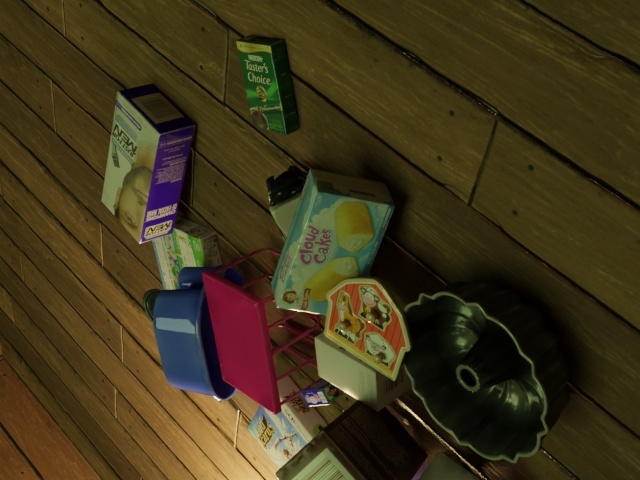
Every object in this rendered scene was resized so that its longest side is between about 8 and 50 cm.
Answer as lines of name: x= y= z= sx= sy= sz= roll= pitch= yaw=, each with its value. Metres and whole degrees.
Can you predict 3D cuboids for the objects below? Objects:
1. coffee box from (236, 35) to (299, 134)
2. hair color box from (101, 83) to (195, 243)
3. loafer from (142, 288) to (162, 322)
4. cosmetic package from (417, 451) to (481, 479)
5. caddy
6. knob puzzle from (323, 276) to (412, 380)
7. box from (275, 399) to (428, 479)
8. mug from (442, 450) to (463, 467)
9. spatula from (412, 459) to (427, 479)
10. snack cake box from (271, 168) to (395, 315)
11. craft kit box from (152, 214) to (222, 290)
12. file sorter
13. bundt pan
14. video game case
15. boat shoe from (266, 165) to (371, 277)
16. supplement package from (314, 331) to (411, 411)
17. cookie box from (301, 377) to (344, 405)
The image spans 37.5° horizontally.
coffee box: x=-0.104 y=-0.307 z=1.856 sx=0.113 sy=0.040 sz=0.184 roll=21 pitch=130 yaw=44
hair color box: x=-0.420 y=-0.182 z=2.269 sx=0.185 sy=0.110 sz=0.338 roll=44 pitch=136 yaw=28
loafer: x=-0.369 y=0.215 z=2.472 sx=0.267 sy=0.096 sz=0.084 roll=42 pitch=170 yaw=-28
cosmetic package: x=0.228 y=0.606 z=1.840 sx=0.156 sy=0.217 sz=0.385 roll=33 pitch=150 yaw=25
caddy: x=-0.257 y=0.218 z=2.252 sx=0.179 sy=0.241 sz=0.341 roll=4 pitch=121 yaw=21
knob puzzle: x=0.082 y=0.148 z=1.706 sx=0.213 sy=0.030 sz=0.213 roll=23 pitch=128 yaw=32
box: x=0.072 y=0.440 z=1.862 sx=0.143 sy=0.381 sz=0.191 roll=-45 pitch=79 yaw=15
mug: x=0.268 y=0.465 z=1.914 sx=0.078 sy=0.062 sz=0.064 roll=-7 pitch=99 yaw=51
spatula: x=0.179 y=0.555 z=2.119 sx=0.084 sy=0.030 sz=0.296 roll=39 pitch=140 yaw=27
snack cake box: x=0.019 y=0.009 z=1.752 sx=0.089 sy=0.152 sz=0.264 roll=-106 pitch=30 yaw=-54
craft kit box: x=-0.340 y=0.062 z=2.431 sx=0.247 sy=0.061 sz=0.249 roll=25 pitch=132 yaw=46
file sorter: x=-0.113 y=0.192 z=2.105 sx=0.202 sy=0.182 sz=0.290 roll=24 pitch=131 yaw=44
bundt pan: x=0.293 y=0.211 z=1.632 sx=0.331 sy=0.124 sz=0.330 roll=31 pitch=136 yaw=37
video game case: x=-0.063 y=0.501 z=2.376 sx=0.244 sy=0.061 sz=0.269 roll=50 pitch=145 yaw=18
boat shoe: x=0.000 y=0.000 z=1.900 sx=0.158 sy=0.127 sz=0.340 roll=-109 pitch=-7 yaw=-61
supplement package: x=0.087 y=0.253 z=1.954 sx=0.179 sy=0.105 sz=0.105 roll=25 pitch=133 yaw=41
cookie box: x=0.027 y=0.321 z=2.081 sx=0.092 sy=0.107 sz=0.040 roll=-21 pitch=98 yaw=57
